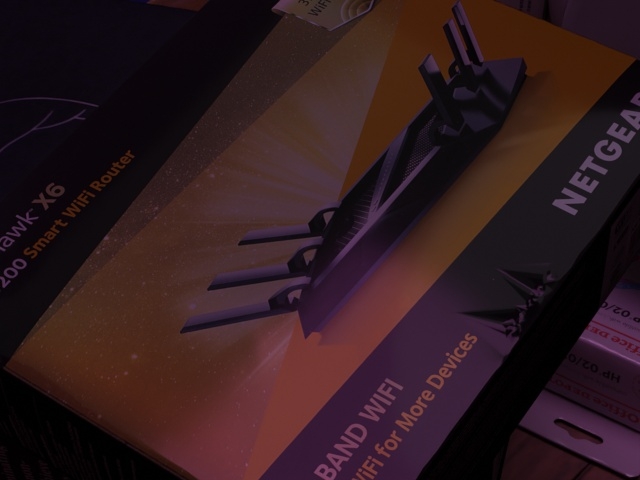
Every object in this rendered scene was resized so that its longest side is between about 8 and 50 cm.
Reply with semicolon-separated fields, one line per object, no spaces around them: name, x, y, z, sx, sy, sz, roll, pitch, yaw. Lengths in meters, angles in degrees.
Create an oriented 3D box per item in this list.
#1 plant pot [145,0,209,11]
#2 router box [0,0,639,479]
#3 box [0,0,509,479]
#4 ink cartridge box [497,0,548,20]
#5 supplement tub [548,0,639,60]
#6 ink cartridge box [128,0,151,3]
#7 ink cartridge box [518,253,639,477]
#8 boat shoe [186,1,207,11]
plant pot;-0.110;-0.138;1.234;0.236;0.032;0.236;-15;39;12
router box;0.000;0.000;0.710;0.243;0.081;0.309;26;58;23
box;-0.079;0.040;0.871;0.395;0.212;0.293;11;53;12
ink cartridge box;0.083;-0.306;1.426;0.289;0.121;0.211;9;39;10
supplement tub;0.316;-0.245;1.264;0.235;0.235;0.325;9;39;10
ink cartridge box;-0.327;-0.304;1.368;0.324;0.071;0.330;1;30;-41
ink cartridge box;0.209;0.066;1.008;0.104;0.061;0.181;24;44;26
boat shoe;-0.034;-0.199;1.341;0.184;0.066;0.063;0;52;-4
